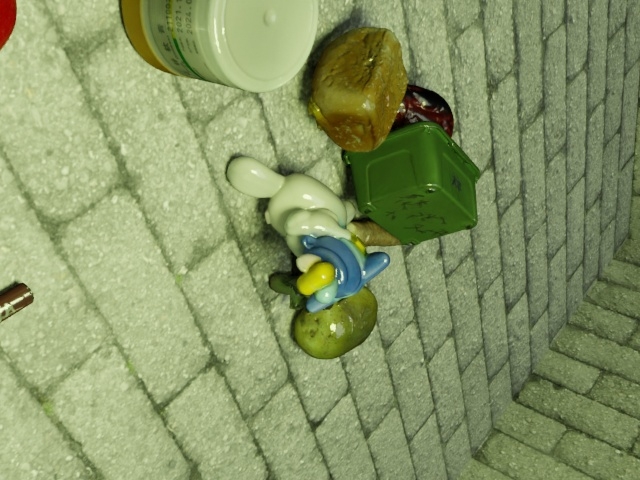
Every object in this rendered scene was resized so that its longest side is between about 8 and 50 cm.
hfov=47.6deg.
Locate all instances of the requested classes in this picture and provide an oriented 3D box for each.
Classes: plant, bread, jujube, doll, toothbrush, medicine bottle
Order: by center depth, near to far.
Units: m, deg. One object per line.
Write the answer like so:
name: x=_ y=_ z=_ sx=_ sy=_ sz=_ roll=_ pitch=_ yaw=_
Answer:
toothbrush: x=-0.589 y=0.172 z=1.075 sx=0.364 sy=0.041 sz=0.040 roll=-38 pitch=134 yaw=-34
medicine bottle: x=-0.161 y=-0.372 z=1.176 sx=0.238 sy=0.232 sz=0.237 roll=-26 pitch=126 yaw=-41
doll: x=-0.004 y=0.006 z=1.504 sx=0.376 sy=0.365 sz=0.187 roll=2 pitch=138 yaw=-37
bread: x=0.075 y=-0.327 z=1.546 sx=0.195 sy=0.176 sz=0.246 roll=67 pitch=40 yaw=-56
plant: x=-0.012 y=0.084 z=1.678 sx=0.203 sy=0.143 sz=0.131 roll=-44 pitch=147 yaw=-42
jujube: x=0.226 y=-0.298 z=1.762 sx=0.236 sy=0.168 sz=0.168 roll=26 pitch=86 yaw=-50

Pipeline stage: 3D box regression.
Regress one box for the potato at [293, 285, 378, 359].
potato: x=0.047 y=0.198 z=1.788 sx=0.228 sy=0.149 sz=0.197 roll=8 pitch=96 yaw=-58

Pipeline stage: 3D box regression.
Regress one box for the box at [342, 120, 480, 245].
box: x=0.226 y=-0.122 z=1.738 sx=0.329 sy=0.253 sz=0.177 roll=33 pitch=48 yaw=-49

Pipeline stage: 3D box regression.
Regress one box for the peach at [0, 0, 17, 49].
peach: x=-0.462 y=-0.290 z=0.874 sx=0.197 sy=0.197 sz=0.197 roll=-26 pitch=127 yaw=-42

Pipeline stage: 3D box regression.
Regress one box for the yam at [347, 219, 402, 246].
yam: x=0.158 y=-0.019 z=1.877 sx=0.357 sy=0.081 sz=0.081 roll=-4 pitch=110 yaw=-53
